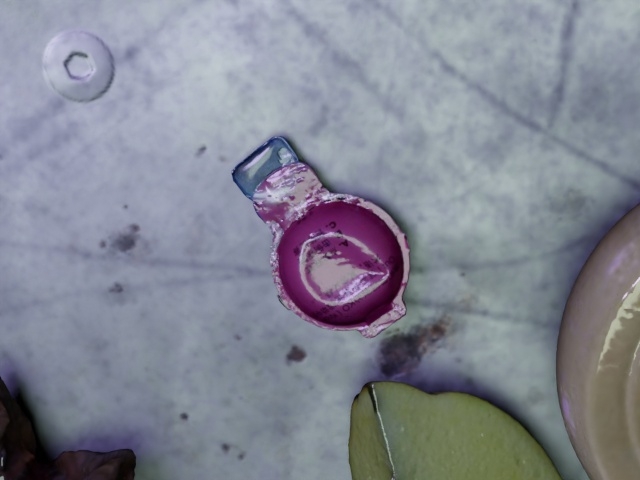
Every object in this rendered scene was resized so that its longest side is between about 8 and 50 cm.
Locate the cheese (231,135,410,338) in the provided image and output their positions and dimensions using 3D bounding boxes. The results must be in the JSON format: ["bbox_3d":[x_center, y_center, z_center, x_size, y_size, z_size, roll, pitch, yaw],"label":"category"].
[{"bbox_3d":[0.000,0.000,0.823,0.095,0.038,0.145,-37,93,13],"label":"cheese"}]

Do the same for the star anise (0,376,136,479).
[{"bbox_3d":[-0.205,0.221,0.878,0.220,0.099,0.214,44,115,-7],"label":"star anise"}]

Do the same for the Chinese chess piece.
[{"bbox_3d":[0.281,0.079,0.783,0.273,0.102,0.273,2,106,5],"label":"Chinese chess piece"}]

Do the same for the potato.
[{"bbox_3d":[0.090,0.153,0.855,0.120,0.081,0.149,-15,88,-21],"label":"potato"}]
